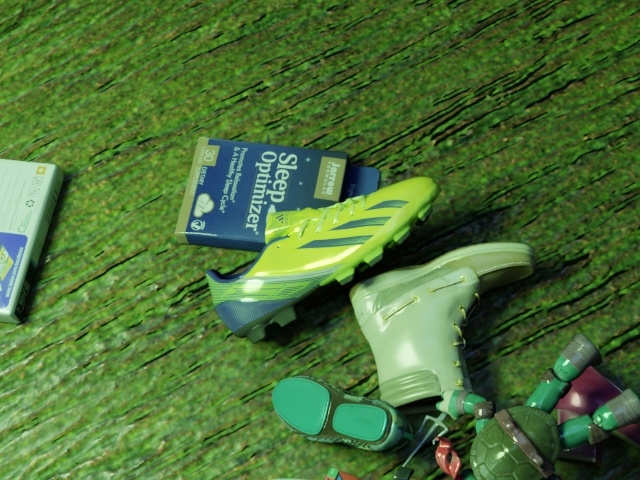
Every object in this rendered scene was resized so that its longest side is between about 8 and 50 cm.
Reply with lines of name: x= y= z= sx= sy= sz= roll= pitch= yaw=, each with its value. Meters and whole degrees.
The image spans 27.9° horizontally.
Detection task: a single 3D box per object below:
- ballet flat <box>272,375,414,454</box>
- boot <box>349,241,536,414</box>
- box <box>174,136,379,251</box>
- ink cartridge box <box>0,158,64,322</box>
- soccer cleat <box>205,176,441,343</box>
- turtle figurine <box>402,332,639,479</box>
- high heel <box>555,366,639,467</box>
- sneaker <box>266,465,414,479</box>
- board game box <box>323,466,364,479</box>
ballet flat: x=0.026 y=0.192 z=1.385 sx=0.188 sy=0.070 sz=0.070 roll=15 pitch=61 yaw=48
boot: x=0.152 y=0.098 z=1.420 sx=0.213 sy=0.077 sz=0.165 roll=-17 pitch=62 yaw=4
box: x=-0.050 y=-0.049 z=1.542 sx=0.225 sy=0.036 sz=0.136 roll=7 pitch=64 yaw=9
ink cartridge box: x=-0.437 y=-0.008 z=1.559 sx=0.208 sy=0.045 sz=0.206 roll=7 pitch=64 yaw=9
soccer cleat: x=-0.001 y=0.000 z=1.441 sx=0.289 sy=0.093 sz=0.121 roll=-34 pitch=83 yaw=7
turtle figurine: x=0.206 y=0.207 z=1.301 sx=0.234 sy=0.118 sz=0.175 roll=-38 pitch=89 yaw=2
high heel: x=0.366 y=0.186 z=1.345 sx=0.244 sy=0.082 sz=0.117 roll=3 pitch=73 yaw=25
sneaker: x=-0.001 y=0.268 z=1.278 sx=0.256 sy=0.151 sz=0.094 roll=2 pitch=64 yaw=9
board game box: x=0.020 y=0.385 z=1.316 sx=0.145 sy=0.027 sz=0.281 roll=19 pitch=67 yaw=14
